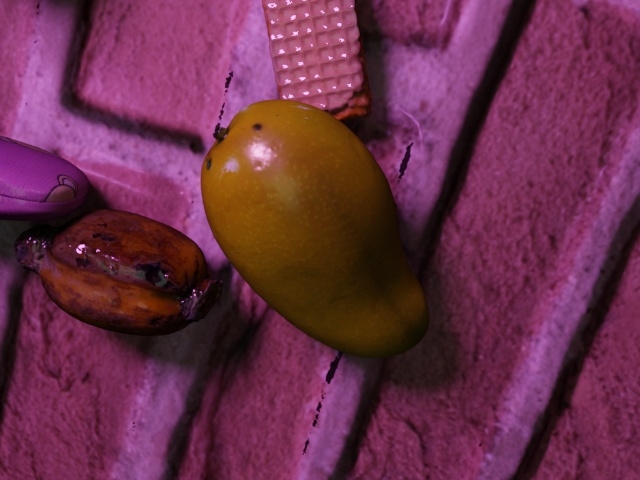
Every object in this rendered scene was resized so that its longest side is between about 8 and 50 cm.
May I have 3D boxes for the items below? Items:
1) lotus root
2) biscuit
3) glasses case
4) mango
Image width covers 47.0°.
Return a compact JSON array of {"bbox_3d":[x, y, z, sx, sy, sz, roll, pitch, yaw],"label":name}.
[{"bbox_3d":[-0.202,0.030,0.739,0.209,0.120,0.120,17,105,-2],"label":"lotus root"},{"bbox_3d":[-0.023,-0.293,0.673,0.094,0.054,0.379,-9,105,6],"label":"biscuit"},{"bbox_3d":[-0.386,-0.078,0.709,0.316,0.123,0.076,13,105,-2],"label":"glasses case"},{"bbox_3d":[0.000,0.000,0.702,0.175,0.143,0.293,-17,121,31],"label":"mango"}]
